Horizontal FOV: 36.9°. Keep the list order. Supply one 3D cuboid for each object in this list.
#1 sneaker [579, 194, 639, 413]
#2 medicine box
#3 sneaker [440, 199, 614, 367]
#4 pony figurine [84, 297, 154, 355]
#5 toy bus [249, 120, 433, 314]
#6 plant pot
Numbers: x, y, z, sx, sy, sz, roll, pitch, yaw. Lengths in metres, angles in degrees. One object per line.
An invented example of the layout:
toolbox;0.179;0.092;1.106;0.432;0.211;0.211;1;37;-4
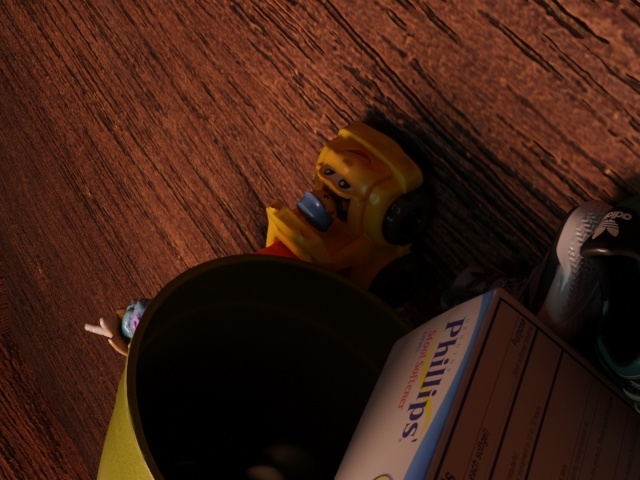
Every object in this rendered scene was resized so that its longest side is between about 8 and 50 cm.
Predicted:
sneaker;0.289;0.111;0.778;0.108;0.121;0.302;-15;97;61
medicine box;0.167;0.238;0.799;0.289;0.263;0.149;39;139;-12
sneaker;0.193;0.051;0.912;0.153;0.101;0.268;40;144;35
pony figurine;-0.116;0.196;1.344;0.351;0.302;0.363;9;158;15
toy bus;0.000;0.000;1.090;0.149;0.211;0.220;44;142;37
plant pot;-0.084;0.264;1.008;0.366;0.366;0.353;55;134;20
